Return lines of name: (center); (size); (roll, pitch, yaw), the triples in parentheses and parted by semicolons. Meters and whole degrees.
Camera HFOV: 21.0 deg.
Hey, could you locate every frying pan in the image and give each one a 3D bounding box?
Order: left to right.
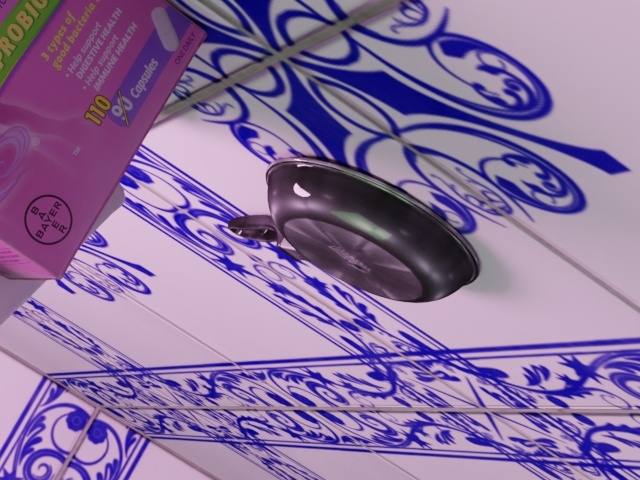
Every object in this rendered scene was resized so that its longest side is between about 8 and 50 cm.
frying pan: (-0.012, -0.015, 1.471); (0.326, 0.053, 0.197); (12, 156, 38)

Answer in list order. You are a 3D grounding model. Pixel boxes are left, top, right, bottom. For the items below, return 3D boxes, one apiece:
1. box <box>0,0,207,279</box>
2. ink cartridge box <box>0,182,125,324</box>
box: (-0.243, -0.124, 1.212); (0.243, 0.213, 0.117); (36, 163, -22)
ink cartridge box: (-0.338, -0.097, 1.303); (0.353, 0.207, 0.119); (52, 149, -16)
